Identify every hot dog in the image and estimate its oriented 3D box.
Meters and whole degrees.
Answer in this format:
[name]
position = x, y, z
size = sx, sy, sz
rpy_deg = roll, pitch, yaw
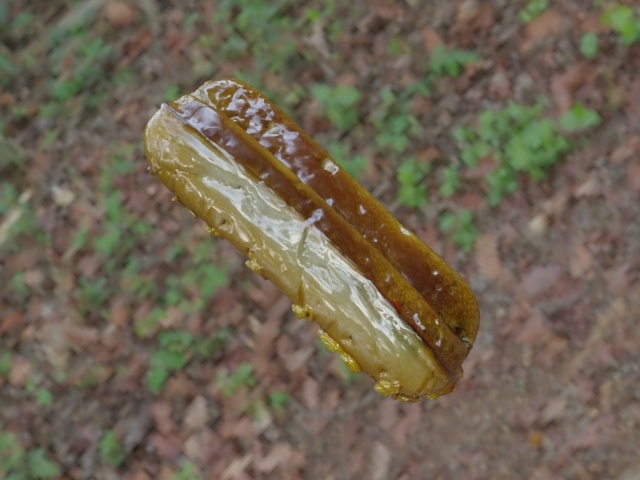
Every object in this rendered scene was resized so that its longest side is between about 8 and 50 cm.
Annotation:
[hot dog]
position = 0.000, 0.000, 0.707
size = 0.045, 0.165, 0.071
rpy_deg = -47, -2, 27
